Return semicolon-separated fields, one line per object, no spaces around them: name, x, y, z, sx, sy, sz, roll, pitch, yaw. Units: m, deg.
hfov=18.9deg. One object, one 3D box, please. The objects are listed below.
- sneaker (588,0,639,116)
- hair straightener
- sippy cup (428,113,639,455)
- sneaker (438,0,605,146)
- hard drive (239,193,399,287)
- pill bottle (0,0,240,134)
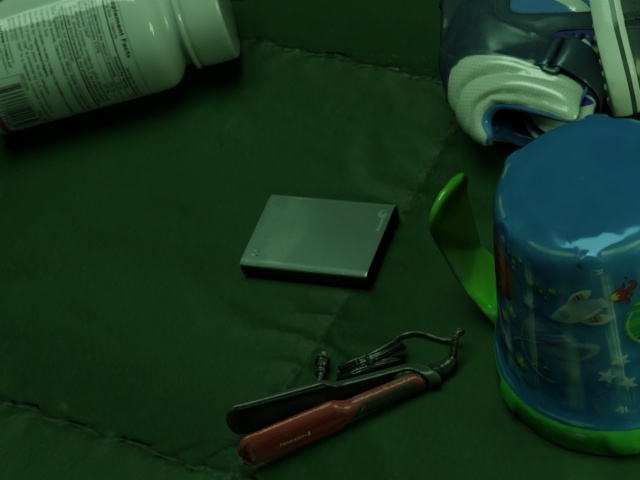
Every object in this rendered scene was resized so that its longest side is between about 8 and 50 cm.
sneaker;0.305;-0.261;1.776;0.127;0.126;0.321;-7;56;11
hair straightener;0.021;0.121;1.724;0.230;0.047;0.089;-24;45;-5
sippy cup;0.244;0.024;1.615;0.305;0.224;0.240;-9;47;10
sneaker;0.278;-0.179;1.883;0.322;0.130;0.236;-7;60;1
hard drive;0.000;0.000;1.863;0.135;0.022;0.094;6;50;23
pill bottle;-0.239;-0.224;2.058;0.283;0.160;0.160;-15;45;4
